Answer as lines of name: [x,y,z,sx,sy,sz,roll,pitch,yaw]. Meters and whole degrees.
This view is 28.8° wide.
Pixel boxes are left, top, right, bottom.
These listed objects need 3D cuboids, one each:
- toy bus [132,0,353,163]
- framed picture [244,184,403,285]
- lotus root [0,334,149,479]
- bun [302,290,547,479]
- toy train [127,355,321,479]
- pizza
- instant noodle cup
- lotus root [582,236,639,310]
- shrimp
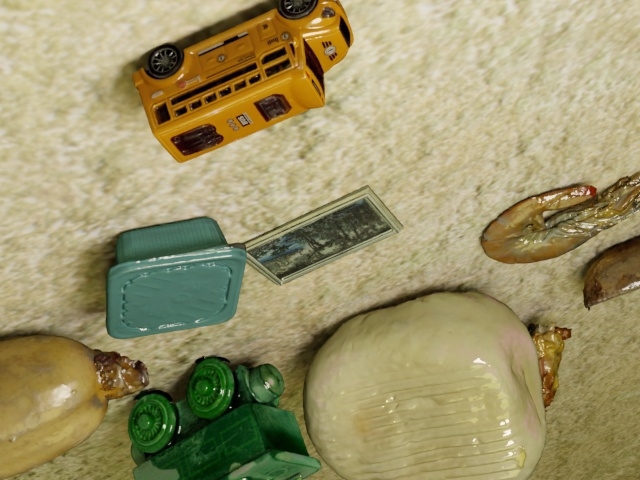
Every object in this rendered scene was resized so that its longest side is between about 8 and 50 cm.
toy bus: [-0.060,-0.145,1.105,0.194,0.088,0.083,-23,153,8]
framed picture: [0.000,0.000,1.517,0.183,0.011,0.142,-25,154,12]
lotus root: [-0.371,0.196,1.500,0.343,0.151,0.169,-22,142,4]
bun: [0.160,0.223,1.805,0.361,0.361,0.213,-32,-167,26]
toy train: [-0.149,0.284,1.757,0.266,0.202,0.145,-33,149,21]
pizza: [0.332,0.225,1.960,0.289,0.081,0.228,-52,164,-62]
instant noodle cup: [-0.170,0.039,1.415,0.157,0.070,0.179,-10,153,-15]
lotus root: [0.531,0.010,1.828,0.329,0.078,0.167,-22,177,2]
shrimp: [0.319,-0.035,1.638,0.236,0.053,0.133,-24,134,19]
